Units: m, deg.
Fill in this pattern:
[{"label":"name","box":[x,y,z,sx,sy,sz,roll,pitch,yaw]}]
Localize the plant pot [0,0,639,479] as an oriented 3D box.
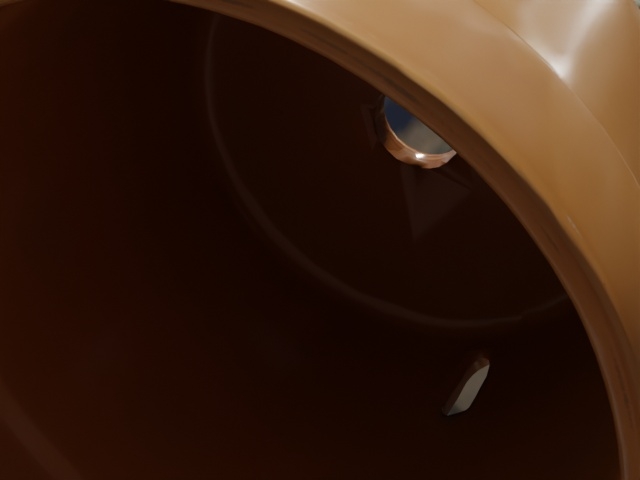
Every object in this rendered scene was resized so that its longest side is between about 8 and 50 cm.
[{"label":"plant pot","box":[0.000,0.000,0.680,0.203,0.291,0.291,-51,-41,-50]}]
